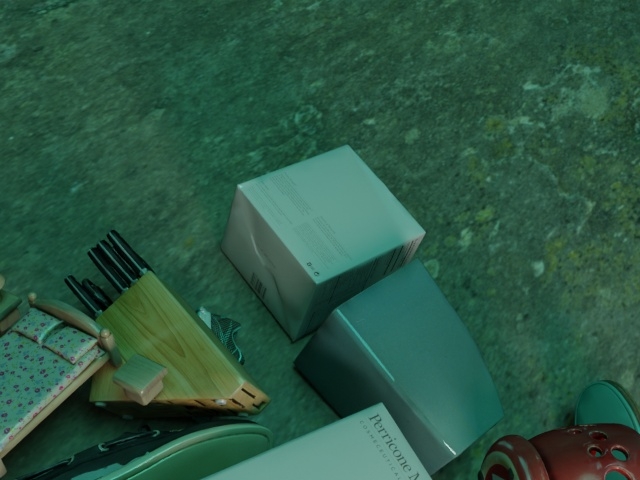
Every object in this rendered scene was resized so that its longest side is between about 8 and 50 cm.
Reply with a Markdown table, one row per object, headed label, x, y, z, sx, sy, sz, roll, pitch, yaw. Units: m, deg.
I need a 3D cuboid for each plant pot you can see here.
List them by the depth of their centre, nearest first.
| label | x | y | z | sx | sy | sz | roll | pitch | yaw |
| --- | --- | --- | --- | --- | --- | --- | --- | --- | --- |
| plant pot | 0.295 | 0.318 | 1.099 | 0.174 | 0.191 | 0.191 | 1 | 52 | -16 |
| plant pot | 0.116 | 0.184 | 1.219 | 0.165 | 0.165 | 0.234 | -28 | 73 | -34 |

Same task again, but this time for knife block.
| label | x | y | z | sx | sy | sz | roll | pitch | yaw |
| --- | --- | --- | --- | --- | --- | --- | --- | --- | --- |
| knife block | -0.196 | 0.098 | 1.158 | 0.275 | 0.088 | 0.242 | -5 | 66 | 19 |

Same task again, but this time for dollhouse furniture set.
| label | x | y | z | sx | sy | sz | roll | pitch | yaw |
| --- | --- | --- | --- | --- | --- | --- | --- | --- | --- |
| dollhouse furniture set | -0.407 | 0.135 | 0.997 | 0.355 | 0.174 | 0.303 | 19 | 46 | 27 |

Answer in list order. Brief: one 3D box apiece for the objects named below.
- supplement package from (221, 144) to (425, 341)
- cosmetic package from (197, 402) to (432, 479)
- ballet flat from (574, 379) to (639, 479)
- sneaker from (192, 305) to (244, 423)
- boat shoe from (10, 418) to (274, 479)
| label | x | y | z | sx | sy | sz | roll | pitch | yaw |
| --- | --- | --- | --- | --- | --- | --- | --- | --- | --- |
| supplement package | 0.000 | 0.000 | 1.333 | 0.203 | 0.149 | 0.194 | -23 | 62 | -32 |
| cosmetic package | -0.047 | 0.360 | 1.017 | 0.384 | 0.156 | 0.217 | -20 | 59 | -31 |
| ballet flat | 0.434 | 0.349 | 1.217 | 0.124 | 0.116 | 0.342 | 28 | 34 | -33 |
| sneaker | -0.137 | 0.165 | 1.216 | 0.076 | 0.065 | 0.167 | 13 | 53 | -19 |
| boat shoe | -0.218 | 0.272 | 1.065 | 0.340 | 0.127 | 0.113 | -21 | 36 | -31 |
